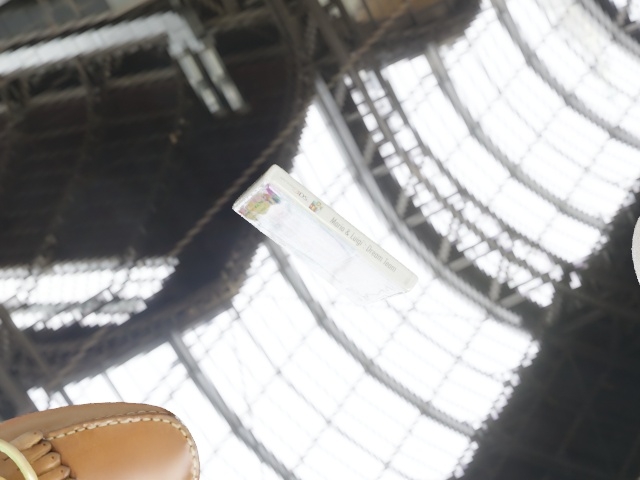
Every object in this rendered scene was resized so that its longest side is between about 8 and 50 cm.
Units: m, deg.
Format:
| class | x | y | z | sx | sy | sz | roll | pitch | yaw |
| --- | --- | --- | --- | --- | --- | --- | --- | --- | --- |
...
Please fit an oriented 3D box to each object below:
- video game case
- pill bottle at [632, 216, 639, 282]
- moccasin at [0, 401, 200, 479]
| class | x | y | z | sx | sy | sz | roll | pitch | yaw |
| --- | --- | --- | --- | --- | --- | --- | --- | --- | --- |
| video game case | 0.000 | 0.000 | 1.115 | 0.019 | 0.143 | 0.157 | -53 | -174 | -13 |
| pill bottle | 0.334 | -0.007 | 1.023 | 0.193 | 0.108 | 0.108 | -19 | -165 | -35 |
| moccasin | -0.230 | 0.192 | 0.847 | 0.380 | 0.139 | 0.147 | -11 | -178 | -39 |
